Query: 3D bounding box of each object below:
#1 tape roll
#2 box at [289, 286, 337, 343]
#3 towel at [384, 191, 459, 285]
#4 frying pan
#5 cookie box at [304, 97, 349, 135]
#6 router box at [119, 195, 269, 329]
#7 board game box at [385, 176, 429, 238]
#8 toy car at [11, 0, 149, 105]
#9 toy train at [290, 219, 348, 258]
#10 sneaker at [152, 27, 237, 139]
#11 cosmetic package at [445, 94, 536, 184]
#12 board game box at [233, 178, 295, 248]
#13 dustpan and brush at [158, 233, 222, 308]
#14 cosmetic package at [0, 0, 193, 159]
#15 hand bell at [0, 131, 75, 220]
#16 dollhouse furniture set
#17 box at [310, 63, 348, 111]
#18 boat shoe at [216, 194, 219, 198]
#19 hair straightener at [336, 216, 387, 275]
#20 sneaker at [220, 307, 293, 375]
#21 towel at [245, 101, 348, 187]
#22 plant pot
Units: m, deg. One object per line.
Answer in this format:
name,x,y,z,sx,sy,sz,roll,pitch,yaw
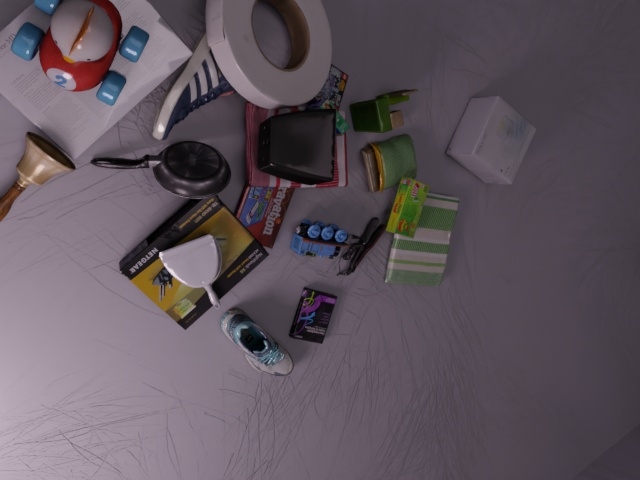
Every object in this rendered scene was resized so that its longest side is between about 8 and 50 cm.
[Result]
tape roll,-0.123,-0.540,1.415,0.392,0.072,0.391,-1,92,-46
box,-0.022,0.238,1.704,0.116,0.029,0.162,17,92,-30
towel,0.350,-0.007,1.863,0.248,0.038,0.324,6,98,-28
frying pan,-0.386,-0.212,1.383,0.327,0.053,0.197,22,49,-1
cookie box,0.018,-0.345,1.534,0.107,0.092,0.040,46,71,-25
router box,-0.332,0.048,1.442,0.309,0.081,0.243,-43,116,-4
board game box,0.283,-0.105,1.757,0.092,0.043,0.181,15,93,-36
toy car,-0.477,-0.392,1.070,0.219,0.238,0.210,28,97,-24
toy train,0.000,0.000,1.649,0.184,0.080,0.105,9,104,-32
sneaker,-0.294,-0.387,1.383,0.148,0.131,0.349,32,83,-25
cosmetic package,0.592,-0.345,1.877,0.225,0.138,0.223,27,85,-28
board game box,-0.155,-0.129,1.567,0.145,0.027,0.281,21,88,-31
dustpan and brush,-0.305,0.094,1.396,0.148,0.060,0.211,-21,107,-1
cosmetic package,-0.529,-0.416,1.228,0.377,0.097,0.284,-42,118,-1
hand bell,-0.696,-0.118,1.246,0.242,0.126,0.126,-48,118,1
dollhouse furniture set,0.236,-0.302,1.678,0.198,0.151,0.301,-21,109,-24
box,0.024,-0.448,1.585,0.094,0.027,0.136,26,69,-29
boat shoe,-0.314,-0.141,1.466,0.049,0.056,0.152,-26,112,-7
hair straightener,0.116,0.016,1.738,0.089,0.047,0.230,42,83,-28
sneaker,-0.174,0.320,1.581,0.110,0.122,0.283,-50,118,-12
towel,-0.060,-0.271,1.563,0.329,0.037,0.236,-3,93,-31
plant pot,-0.071,-0.250,1.441,0.167,0.188,0.187,2,91,-19
